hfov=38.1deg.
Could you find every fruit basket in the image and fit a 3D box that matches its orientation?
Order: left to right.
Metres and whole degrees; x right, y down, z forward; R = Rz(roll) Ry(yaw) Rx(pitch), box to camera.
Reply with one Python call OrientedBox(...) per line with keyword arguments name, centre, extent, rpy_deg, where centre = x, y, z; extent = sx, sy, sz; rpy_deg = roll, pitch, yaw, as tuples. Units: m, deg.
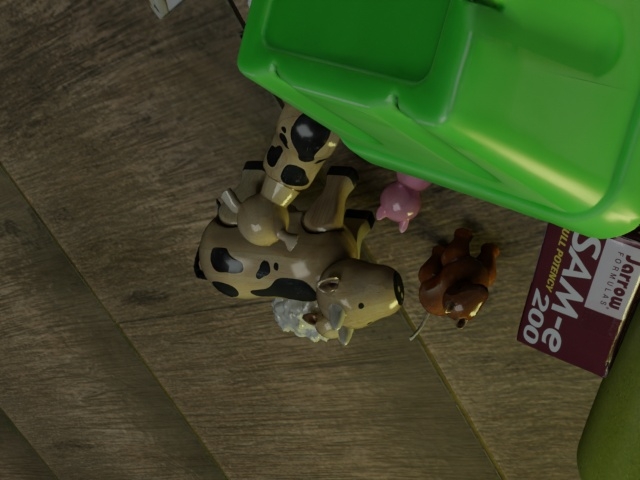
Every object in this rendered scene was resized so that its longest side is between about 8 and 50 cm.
OrientedBox(name="fruit basket", centre=(0.174, -0.195, 0.590), extent=(0.283, 0.392, 0.392), rpy_deg=(23, 138, 42))

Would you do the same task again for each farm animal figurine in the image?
OrientedBox(name="farm animal figurine", centre=(0.000, 0.000, 0.880), extent=(0.327, 0.172, 0.330), rpy_deg=(-8, 134, 41))

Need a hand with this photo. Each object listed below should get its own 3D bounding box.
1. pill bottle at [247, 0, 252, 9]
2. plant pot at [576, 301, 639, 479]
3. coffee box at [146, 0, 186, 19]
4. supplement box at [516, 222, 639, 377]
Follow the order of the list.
OrientedBox(name="pill bottle", centre=(-0.026, -0.208, 0.849), extent=(0.067, 0.067, 0.120), rpy_deg=(-10, 119, 40))
OrientedBox(name="plant pot", centre=(0.358, 0.074, 0.708), extent=(0.275, 0.275, 0.293), rpy_deg=(14, 117, 25))
OrientedBox(name="coffee box", centre=(-0.154, -0.355, 0.750), extent=(0.297, 0.119, 0.168), rpy_deg=(53, 151, -15))
OrientedBox(name="supplement box", centre=(0.231, -0.028, 0.697), extent=(0.073, 0.239, 0.130), rpy_deg=(22, 135, 20))
